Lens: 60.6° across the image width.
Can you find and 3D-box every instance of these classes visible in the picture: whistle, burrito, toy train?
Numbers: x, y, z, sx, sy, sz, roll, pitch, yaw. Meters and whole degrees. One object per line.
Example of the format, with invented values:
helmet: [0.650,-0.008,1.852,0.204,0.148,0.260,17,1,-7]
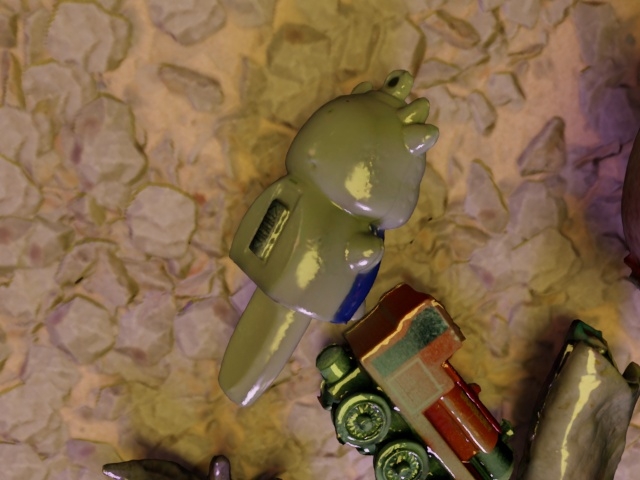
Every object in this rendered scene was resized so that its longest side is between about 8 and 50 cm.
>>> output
whistle: [0.000,0.000,0.364,0.092,0.110,0.244,20,100,-43]
burrito: [0.184,0.213,0.427,0.096,0.066,0.308,0,102,-41]
toy train: [0.078,0.131,0.409,0.118,0.074,0.175,-39,101,-1]

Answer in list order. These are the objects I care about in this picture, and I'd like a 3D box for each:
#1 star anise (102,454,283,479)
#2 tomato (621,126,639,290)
star anise: [-0.082,0.243,0.423,0.205,0.061,0.180,21,94,-11]
tomato: [0.331,-0.020,0.273,0.317,0.317,0.282,35,79,-10]
